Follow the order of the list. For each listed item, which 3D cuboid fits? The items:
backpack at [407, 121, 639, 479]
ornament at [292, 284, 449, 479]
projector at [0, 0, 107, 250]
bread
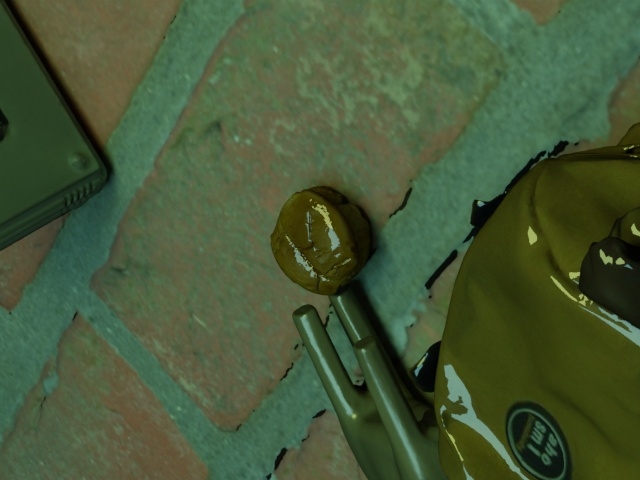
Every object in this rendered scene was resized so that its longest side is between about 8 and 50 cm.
[{"bbox_3d":[0.233,0.112,1.036,0.378,0.201,0.354,35,139,26],"label":"backpack"},{"bbox_3d":[0.079,0.162,1.250,0.245,0.061,0.230,64,167,-13],"label":"ornament"},{"bbox_3d":[-0.310,-0.108,1.409,0.099,0.192,0.257,-25,97,49],"label":"projector"},{"bbox_3d":[0.000,0.000,1.297,0.083,0.046,0.081,-18,100,49],"label":"bread"}]
